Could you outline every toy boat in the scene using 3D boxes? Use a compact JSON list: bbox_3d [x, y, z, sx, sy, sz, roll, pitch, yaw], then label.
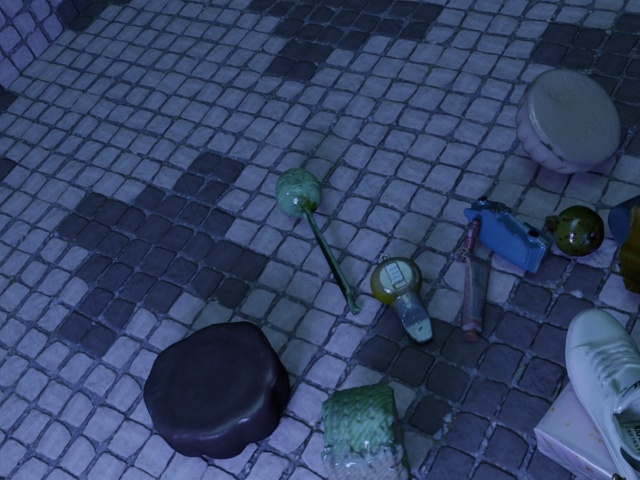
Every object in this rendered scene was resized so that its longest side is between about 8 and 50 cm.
[{"bbox_3d":[0.423,-0.025,1.706,0.098,0.109,0.238,-14,41,-32],"label":"toy boat"}]

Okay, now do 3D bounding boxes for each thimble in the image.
[{"bbox_3d":[0.083,0.381,1.421,0.150,0.219,0.219,-12,51,6],"label":"thimble"}]

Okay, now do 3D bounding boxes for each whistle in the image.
[{"bbox_3d":[0.186,0.128,1.672,0.122,0.123,0.223,-25,72,-2],"label":"whistle"}]

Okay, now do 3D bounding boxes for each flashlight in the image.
[{"bbox_3d":[0.338,0.003,1.712,0.052,0.111,0.031,25,20,31],"label":"flashlight"}]

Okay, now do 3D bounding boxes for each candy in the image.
[{"bbox_3d":[0.000,0.000,1.832,0.119,0.119,0.440,-24,59,-1],"label":"candy"}]

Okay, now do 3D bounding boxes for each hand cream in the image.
[{"bbox_3d":[0.336,0.121,1.649,0.067,0.043,0.210,23,55,-13],"label":"hand cream"}]

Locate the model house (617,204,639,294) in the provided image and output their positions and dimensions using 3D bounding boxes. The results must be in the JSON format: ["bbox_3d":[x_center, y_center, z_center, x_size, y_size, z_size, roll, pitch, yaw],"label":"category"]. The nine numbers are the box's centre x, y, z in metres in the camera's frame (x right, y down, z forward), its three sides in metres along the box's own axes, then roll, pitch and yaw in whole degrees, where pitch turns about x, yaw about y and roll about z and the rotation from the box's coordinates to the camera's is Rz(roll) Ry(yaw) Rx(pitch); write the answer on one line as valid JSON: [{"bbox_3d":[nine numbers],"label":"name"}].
[{"bbox_3d":[0.727,0.069,1.496,0.267,0.173,0.239,19,104,26],"label":"model house"}]

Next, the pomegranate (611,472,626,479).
[{"bbox_3d":[0.443,0.509,1.163,0.230,0.286,0.231,-7,40,6],"label":"pomegranate"}]

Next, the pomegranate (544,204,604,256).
[{"bbox_3d":[0.553,-0.023,1.659,0.114,0.115,0.142,-38,25,-12],"label":"pomegranate"}]

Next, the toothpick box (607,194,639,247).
[{"bbox_3d":[0.724,-0.054,1.612,0.184,0.120,0.120,-26,50,-6],"label":"toothpick box"}]

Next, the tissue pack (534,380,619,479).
[{"bbox_3d":[0.533,0.353,1.358,0.225,0.124,0.185,31,70,34],"label":"tissue pack"}]

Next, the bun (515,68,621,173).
[{"bbox_3d":[0.563,-0.263,1.807,0.263,0.175,0.263,6,70,-17],"label":"bun"}]

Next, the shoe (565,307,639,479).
[{"bbox_3d":[0.506,0.245,1.265,0.131,0.160,0.363,-15,51,6],"label":"shoe"}]

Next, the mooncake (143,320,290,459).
[{"bbox_3d":[-0.214,0.320,1.604,0.305,0.154,0.306,-8,52,10],"label":"mooncake"}]
